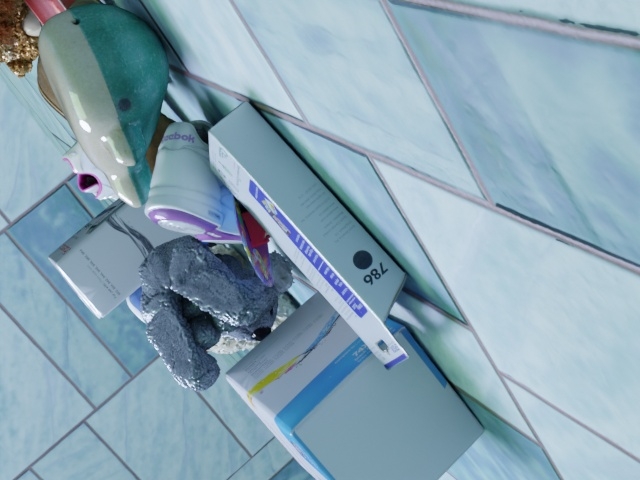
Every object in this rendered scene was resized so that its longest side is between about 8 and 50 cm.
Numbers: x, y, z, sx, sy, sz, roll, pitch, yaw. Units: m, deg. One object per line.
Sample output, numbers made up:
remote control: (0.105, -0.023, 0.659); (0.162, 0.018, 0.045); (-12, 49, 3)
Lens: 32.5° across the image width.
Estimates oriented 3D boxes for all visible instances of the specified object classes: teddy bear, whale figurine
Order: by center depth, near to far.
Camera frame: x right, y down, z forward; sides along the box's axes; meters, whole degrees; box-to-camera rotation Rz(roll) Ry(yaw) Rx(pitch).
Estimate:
whale figurine: (-0.248, -0.171, 1.372); (0.216, 0.141, 0.272); (53, 163, 42)
teddy bear: (-0.510, -0.387, 1.673); (0.338, 0.113, 0.245); (55, -168, -45)

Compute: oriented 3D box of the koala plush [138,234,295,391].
koala plush: (-0.138, 0.088, 1.617); (0.203, 0.196, 0.221); (46, -159, 24)

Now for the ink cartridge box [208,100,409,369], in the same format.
ink cartridge box: (0.000, 0.000, 1.261); (0.332, 0.065, 0.165); (49, 168, 5)

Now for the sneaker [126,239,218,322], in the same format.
sneaker: (-0.216, 0.088, 2.160); (0.127, 0.182, 0.316); (52, -160, 24)

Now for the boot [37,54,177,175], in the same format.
boot: (-0.274, -0.163, 1.540); (0.305, 0.112, 0.115); (36, 167, -2)

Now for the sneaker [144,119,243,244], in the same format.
sneaker: (-0.136, -0.074, 1.469); (0.114, 0.152, 0.305); (2, 173, 13)

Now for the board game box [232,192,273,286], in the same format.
board game box: (-0.074, -0.027, 1.401); (0.133, 0.033, 0.168); (62, -167, -50)

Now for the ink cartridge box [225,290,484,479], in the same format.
ink cartridge box: (0.037, 0.217, 1.476); (0.198, 0.197, 0.270); (52, 168, -21)

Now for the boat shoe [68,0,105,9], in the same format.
boat shoe: (-0.264, -0.250, 1.457); (0.178, 0.064, 0.060); (56, -163, -23)

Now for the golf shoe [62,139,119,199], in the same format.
golf shoe: (-0.399, -0.127, 2.121); (0.115, 0.140, 0.306); (41, 167, 29)

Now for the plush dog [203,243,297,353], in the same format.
plush dog: (-0.195, 0.091, 1.904); (0.262, 0.211, 0.225); (39, 161, 44)

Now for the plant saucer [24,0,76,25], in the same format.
plant saucer: (-0.396, -0.376, 1.548); (0.259, 0.048, 0.258); (55, 167, -31)

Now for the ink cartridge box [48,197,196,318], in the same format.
ink cartridge box: (-0.294, -0.012, 1.767); (0.114, 0.273, 0.198); (52, 168, -13)
